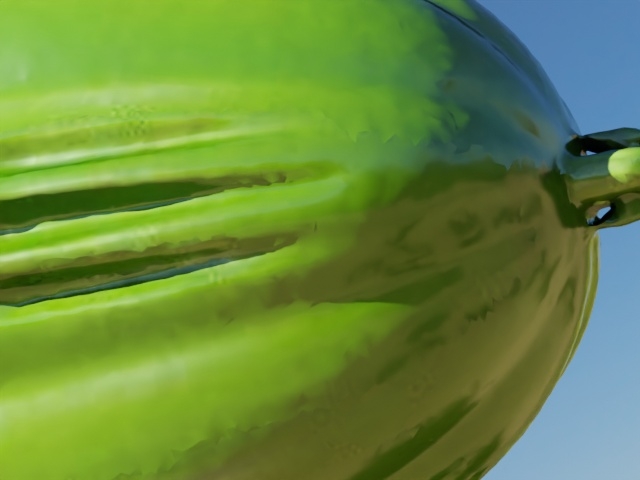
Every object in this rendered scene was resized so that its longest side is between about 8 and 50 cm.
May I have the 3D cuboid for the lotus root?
[{"bbox_3d":[0.000,0.000,0.405,0.186,0.186,0.186,-25,-15,-7],"label":"lotus root"}]
